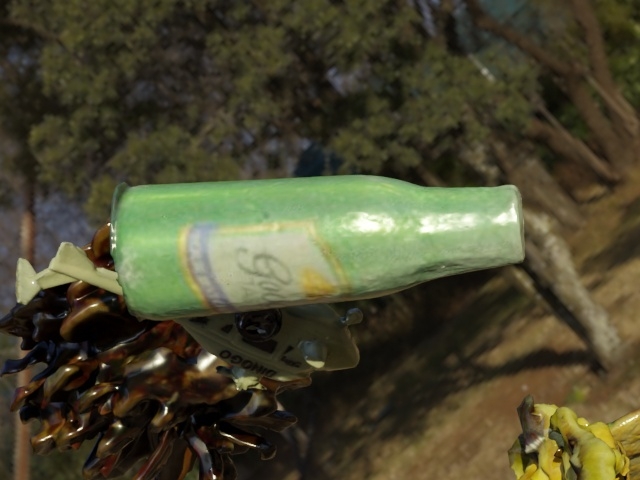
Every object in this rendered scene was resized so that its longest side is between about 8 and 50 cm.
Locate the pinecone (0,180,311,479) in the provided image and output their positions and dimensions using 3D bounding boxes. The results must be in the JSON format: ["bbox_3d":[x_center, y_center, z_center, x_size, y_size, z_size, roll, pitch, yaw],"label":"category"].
[{"bbox_3d":[-0.188,0.135,1.612,0.397,0.398,0.398,-41,-8,-7],"label":"pinecone"}]

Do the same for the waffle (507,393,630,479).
[{"bbox_3d":[0.214,0.344,1.098,0.095,0.380,0.382,-1,-45,-6],"label":"waffle"}]

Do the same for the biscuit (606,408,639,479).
[{"bbox_3d":[0.374,0.232,1.433,0.247,0.029,0.118,18,-47,-38],"label":"biscuit"}]

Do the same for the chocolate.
[{"bbox_3d":[0.000,0.000,0.954,0.291,0.110,0.110,-4,2,15],"label":"chocolate"}]

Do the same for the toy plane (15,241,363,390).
[{"bbox_3d":[-0.097,0.057,1.067,0.108,0.286,0.092,-58,24,25],"label":"toy plane"}]
